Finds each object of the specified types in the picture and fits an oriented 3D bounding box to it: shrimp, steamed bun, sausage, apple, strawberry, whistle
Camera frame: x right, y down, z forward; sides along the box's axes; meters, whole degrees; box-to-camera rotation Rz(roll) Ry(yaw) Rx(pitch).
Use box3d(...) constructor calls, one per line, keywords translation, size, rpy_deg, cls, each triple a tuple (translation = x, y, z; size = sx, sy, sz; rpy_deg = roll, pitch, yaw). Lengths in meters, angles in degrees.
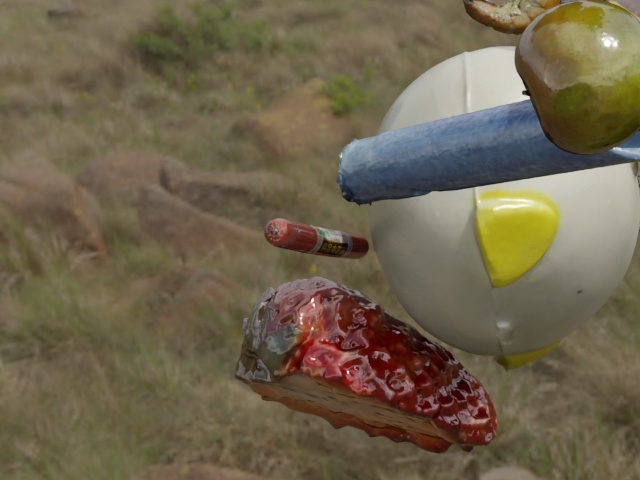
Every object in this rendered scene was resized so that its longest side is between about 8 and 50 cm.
box3d(translation=(0.163, -0.234, 0.961), size=(0.091, 0.127, 0.025), rpy_deg=(20, 4, 15), cls="shrimp")
box3d(translation=(0.205, -0.040, 1.326), size=(0.334, 0.374, 0.333), rpy_deg=(-8, 58, 12), cls="steamed bun")
box3d(translation=(0.000, 0.000, 1.288), size=(0.034, 0.034, 0.253), rpy_deg=(2, -2, 25), cls="sausage")
box3d(translation=(0.153, -0.094, 0.679), size=(0.074, 0.089, 0.089), rpy_deg=(-20, 22, -5), cls="apple")
box3d(translation=(0.066, 0.151, 1.437), size=(0.336, 0.149, 0.265), rpy_deg=(23, -20, -14), cls="strawberry")
box3d(translation=(0.130, -0.070, 0.878), size=(0.062, 0.062, 0.304), rpy_deg=(-26, 12, -38), cls="whistle")

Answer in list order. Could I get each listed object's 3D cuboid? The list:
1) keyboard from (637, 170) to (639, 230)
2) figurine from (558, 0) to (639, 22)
box3d(translation=(0.411, -0.085, 1.574), size=(0.064, 0.010, 0.198), rpy_deg=(16, 45, -22), cls="keyboard")
box3d(translation=(0.220, -0.175, 0.789), size=(0.098, 0.082, 0.154), rpy_deg=(21, 64, -6), cls="figurine")
